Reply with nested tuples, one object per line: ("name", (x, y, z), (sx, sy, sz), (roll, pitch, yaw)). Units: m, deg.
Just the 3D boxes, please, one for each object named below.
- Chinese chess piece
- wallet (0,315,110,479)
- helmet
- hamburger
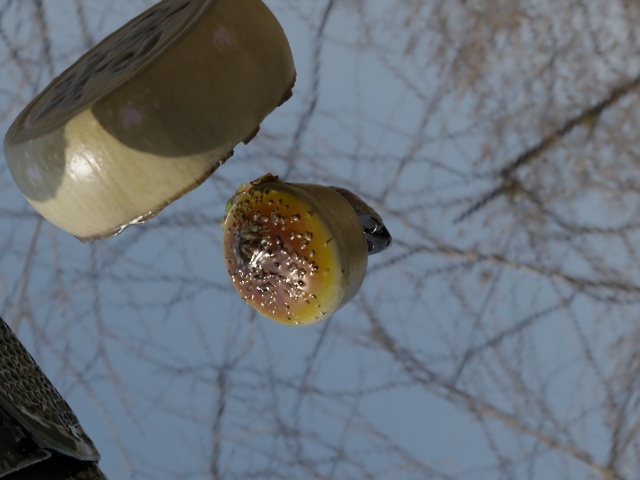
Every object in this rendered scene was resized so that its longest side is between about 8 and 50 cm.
("Chinese chess piece", (-0.142, -0.112, 1.385), (0.104, 0.257, 0.257), (53, -162, -20))
("wallet", (-0.265, 0.056, 1.073), (0.342, 0.075, 0.237), (51, -170, 5))
("helmet", (-0.006, -0.010, 2.025), (0.107, 0.153, 0.177), (57, -176, 23))
("hamburger", (-0.029, 0.007, 1.415), (0.081, 0.126, 0.141), (-11, -127, -47))
